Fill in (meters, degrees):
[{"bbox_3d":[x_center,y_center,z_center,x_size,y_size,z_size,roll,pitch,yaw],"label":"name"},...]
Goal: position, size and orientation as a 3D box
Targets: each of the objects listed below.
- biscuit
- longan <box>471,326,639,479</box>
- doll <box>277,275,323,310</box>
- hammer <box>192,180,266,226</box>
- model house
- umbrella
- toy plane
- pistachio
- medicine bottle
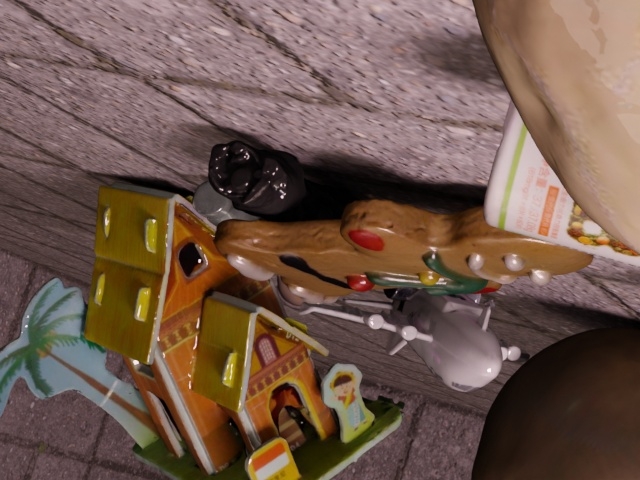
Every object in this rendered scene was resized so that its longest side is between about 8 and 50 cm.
[{"bbox_3d":[0.066,0.013,1.095,0.301,0.049,0.197,-5,166,34],"label":"biscuit"},{"bbox_3d":[0.307,0.232,1.391,0.318,0.319,0.319,17,172,3],"label":"longan"},{"bbox_3d":[-0.021,0.038,1.623,0.084,0.073,0.127,50,171,8],"label":"doll"},{"bbox_3d":[0.000,0.000,1.383,0.226,0.041,0.159,14,172,21],"label":"hammer"},{"bbox_3d":[-0.162,0.117,1.484,0.300,0.340,0.324,12,129,56],"label":"model house"},{"bbox_3d":[-0.010,-0.027,1.177,0.066,0.059,0.235,33,-177,31],"label":"umbrella"},{"bbox_3d":[0.116,0.082,1.394,0.251,0.101,0.255,13,-178,-20],"label":"toy plane"},{"bbox_3d":[0.118,-0.061,0.424,0.144,0.144,0.215,12,164,37],"label":"pistachio"},{"bbox_3d":[0.176,-0.024,0.686,0.183,0.086,0.086,16,172,11],"label":"medicine bottle"}]
